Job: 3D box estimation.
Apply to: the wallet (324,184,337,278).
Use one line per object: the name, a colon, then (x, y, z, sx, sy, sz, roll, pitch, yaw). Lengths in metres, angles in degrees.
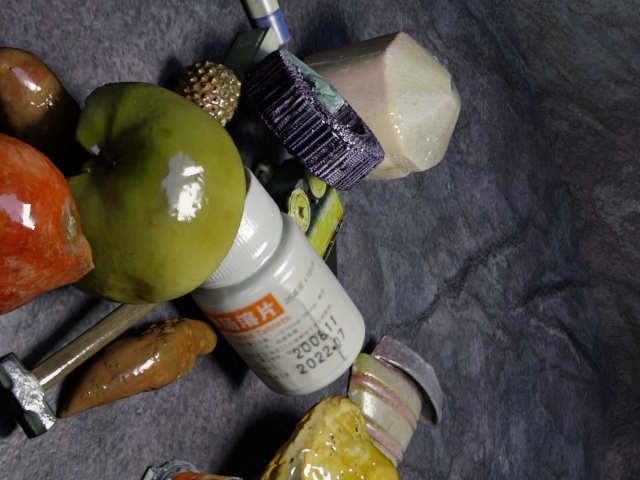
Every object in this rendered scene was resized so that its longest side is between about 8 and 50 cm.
wallet: (0.001, 0.000, 2.202, 0.124, 0.025, 0.244, 1, 83, -62)

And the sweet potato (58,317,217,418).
sweet potato: (-0.244, 0.173, 1.639, 0.095, 0.106, 0.355, 50, 30, 9)

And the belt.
belt: (-0.006, -0.209, 1.907, 0.260, 0.122, 0.325, 50, 14, 10)

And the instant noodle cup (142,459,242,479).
instant noodle cup: (-0.175, 0.429, 1.692, 0.208, 0.126, 0.177, 49, 45, -47)

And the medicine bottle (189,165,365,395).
medicine bottle: (-0.098, 0.069, 1.798, 0.371, 0.211, 0.211, 54, 40, -34)

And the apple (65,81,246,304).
apple: (-0.228, -0.049, 1.466, 0.295, 0.233, 0.258, -55, 164, -8)

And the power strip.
power strip: (-0.131, -0.318, 1.969, 0.042, 0.075, 0.175, 58, 37, -37)

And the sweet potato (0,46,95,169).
sweet potato: (-0.355, -0.150, 1.502, 0.385, 0.109, 0.109, 50, 41, -64)

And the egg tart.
egg tart: (0.020, 0.489, 1.905, 0.443, 0.178, 0.442, 11, 90, -69)

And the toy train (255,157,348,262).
toy train: (-0.055, -0.047, 2.005, 0.260, 0.134, 0.177, -65, 144, -46)

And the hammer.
hammer: (-0.295, 0.127, 1.523, 0.365, 0.043, 0.111, -39, 104, -44)

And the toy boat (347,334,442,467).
toy boat: (0.149, 0.350, 2.333, 0.293, 0.111, 0.276, -44, 116, -44)

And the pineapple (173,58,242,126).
pineapple: (-0.217, -0.184, 1.764, 0.125, 0.125, 0.251, 59, 42, -38)

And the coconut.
coconut: (0.126, -0.260, 2.181, 0.297, 0.310, 0.297, 19, 68, -62)

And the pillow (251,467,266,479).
pillow: (-0.064, 0.447, 1.982, 0.233, 0.038, 0.130, -27, 109, -61)

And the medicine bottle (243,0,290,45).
medicine bottle: (-0.122, -0.468, 2.033, 0.059, 0.059, 0.230, -59, 135, -48)

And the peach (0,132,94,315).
peach: (-0.384, -0.014, 1.265, 0.257, 0.232, 0.232, 30, 49, -11)
